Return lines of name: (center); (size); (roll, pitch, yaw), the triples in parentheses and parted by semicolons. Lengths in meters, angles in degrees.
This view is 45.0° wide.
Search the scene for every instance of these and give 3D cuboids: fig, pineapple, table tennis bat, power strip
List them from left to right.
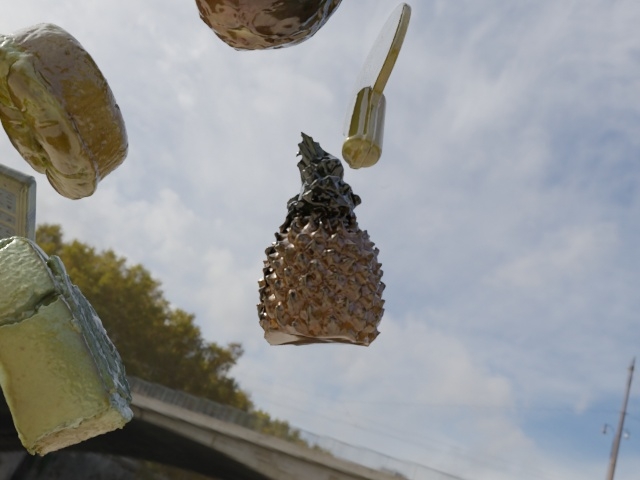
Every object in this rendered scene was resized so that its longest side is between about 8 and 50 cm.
power strip: (-0.657, 0.006, 1.639); (0.092, 0.066, 0.387); (23, -49, 4)
fig: (-0.011, -0.414, 1.170); (0.368, 0.286, 0.286); (9, -26, 6)
pineapple: (0.002, 0.000, 1.314); (0.223, 0.357, 0.223); (0, -11, 0)
table tennis bat: (0.074, -0.204, 1.059); (0.050, 0.321, 0.198); (23, -49, -8)

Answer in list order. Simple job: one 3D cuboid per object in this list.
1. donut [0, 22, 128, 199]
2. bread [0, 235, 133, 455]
donut: (-0.372, -0.179, 1.105); (0.208, 0.128, 0.261); (41, -25, 20)
bread: (-0.314, 0.119, 0.887); (0.257, 0.124, 0.186); (67, -13, -11)
